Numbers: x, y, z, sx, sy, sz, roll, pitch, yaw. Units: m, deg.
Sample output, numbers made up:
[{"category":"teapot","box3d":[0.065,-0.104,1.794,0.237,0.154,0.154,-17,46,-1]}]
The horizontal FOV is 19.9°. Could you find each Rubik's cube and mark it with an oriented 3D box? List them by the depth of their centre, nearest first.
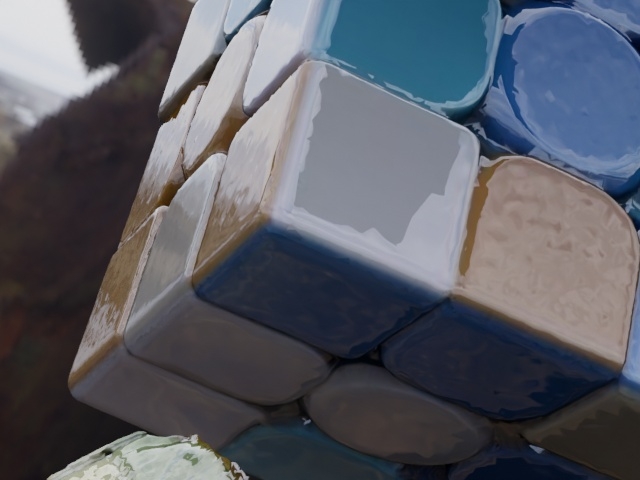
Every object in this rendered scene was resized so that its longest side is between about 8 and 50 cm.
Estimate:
[{"category":"Rubik's cube","box3d":[0.082,-0.025,1.199,0.346,0.344,0.347,24,-28,-16]}]

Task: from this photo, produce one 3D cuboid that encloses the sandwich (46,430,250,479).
[{"category":"sandwich","box3d":[-0.064,0.228,0.879,0.198,0.155,0.227,66,-8,-19]}]
